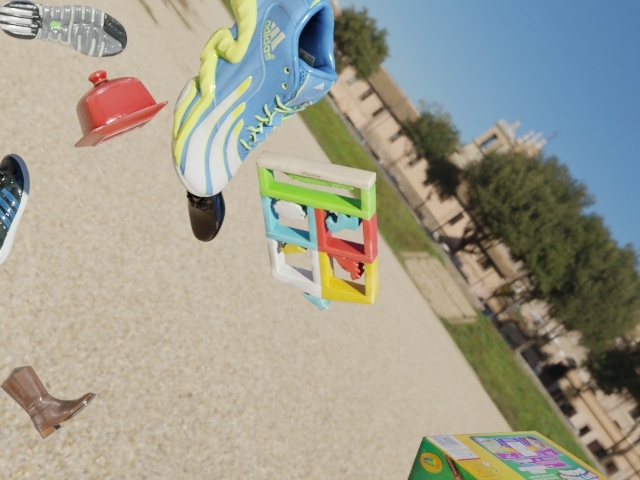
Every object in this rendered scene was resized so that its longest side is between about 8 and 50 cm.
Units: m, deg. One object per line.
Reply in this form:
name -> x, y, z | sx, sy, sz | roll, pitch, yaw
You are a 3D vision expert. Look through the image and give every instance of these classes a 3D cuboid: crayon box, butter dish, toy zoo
crayon box -> 0.291, 0.365, 1.179 | 0.278, 0.081, 0.165 | 9, 14, -37
butter dish -> -0.377, -0.248, 1.406 | 0.160, 0.159, 0.118 | -9, -74, 63
toy zoo -> 0.000, 0.000, 1.267 | 0.030, 0.192, 0.293 | -55, 149, -43

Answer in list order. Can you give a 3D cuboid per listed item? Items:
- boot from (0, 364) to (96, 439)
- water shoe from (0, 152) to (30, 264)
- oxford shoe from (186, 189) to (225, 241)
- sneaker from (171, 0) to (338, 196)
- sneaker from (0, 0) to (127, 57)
boot -> -0.408, 0.223, 1.171 | 0.114, 0.106, 0.037 | 53, -4, 2
water shoe -> -0.553, -0.056, 1.327 | 0.080, 0.072, 0.203 | 22, 74, -58
oxford shoe -> -0.242, -0.088, 1.577 | 0.096, 0.082, 0.227 | -59, 159, -56
sneaker -> -0.060, -0.136, 0.732 | 0.091, 0.240, 0.126 | 2, 25, -45
sneaker -> -0.476, -0.398, 1.426 | 0.228, 0.086, 0.132 | 6, 17, -35
